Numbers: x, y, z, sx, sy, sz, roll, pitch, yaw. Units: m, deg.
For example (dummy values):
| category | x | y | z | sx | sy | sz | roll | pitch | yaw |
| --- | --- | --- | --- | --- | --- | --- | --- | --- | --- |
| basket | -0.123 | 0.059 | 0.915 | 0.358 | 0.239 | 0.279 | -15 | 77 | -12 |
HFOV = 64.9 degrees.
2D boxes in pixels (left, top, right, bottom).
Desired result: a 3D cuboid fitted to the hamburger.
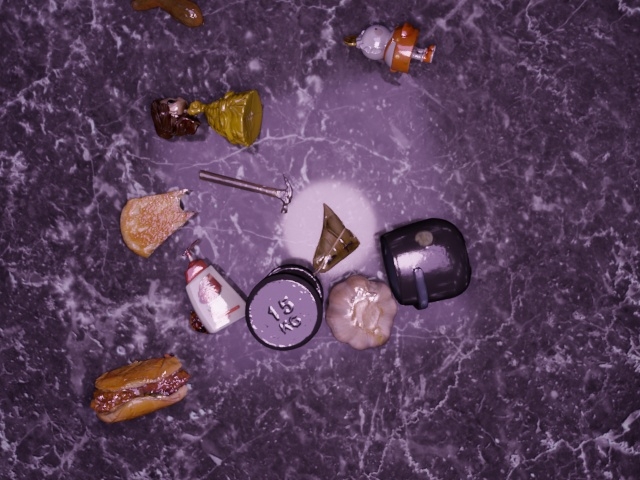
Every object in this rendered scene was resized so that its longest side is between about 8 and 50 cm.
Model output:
| category | x | y | z | sx | sy | sz | roll | pitch | yaw |
| --- | --- | --- | --- | --- | --- | --- | --- | --- | --- |
| hamburger | -0.561 | 0.455 | 1.528 | 0.282 | 0.245 | 0.155 | -10 | 100 | 45 |

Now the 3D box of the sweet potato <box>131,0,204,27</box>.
| category | x | y | z | sx | sy | sz | roll | pitch | yaw |
| --- | --- | --- | --- | --- | --- | --- | --- | --- | --- |
| sweet potato | -0.464 | -0.716 | 1.534 | 0.233 | 0.062 | 0.081 | 18 | 93 | 2 |

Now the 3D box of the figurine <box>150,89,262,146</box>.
| category | x | y | z | sx | sy | sz | roll | pitch | yaw |
| --- | --- | --- | --- | --- | --- | --- | --- | --- | --- |
| figurine | -0.353 | -0.378 | 1.500 | 0.316 | 0.167 | 0.187 | 7 | 49 | 8 |

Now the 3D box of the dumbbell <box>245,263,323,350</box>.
| category | x | y | z | sx | sy | sz | roll | pitch | yaw |
| --- | --- | --- | --- | --- | --- | --- | --- | --- | --- |
| dumbbell | -0.092 | 0.179 | 1.432 | 0.204 | 0.322 | 0.203 | 0 | 92 | 0 |

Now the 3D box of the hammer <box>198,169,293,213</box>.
| category | x | y | z | sx | sy | sz | roll | pitch | yaw |
| --- | --- | --- | --- | --- | --- | --- | --- | --- | --- |
| hammer | -0.233 | -0.172 | 1.568 | 0.298 | 0.027 | 0.125 | 12 | 93 | 0 |

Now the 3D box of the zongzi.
| category | x | y | z | sx | sy | sz | roll | pitch | yaw |
| --- | --- | --- | --- | --- | --- | --- | --- | --- | --- |
| zongzi | 0.000 | 0.000 | 1.534 | 0.189 | 0.081 | 0.178 | -37 | 85 | -18 |

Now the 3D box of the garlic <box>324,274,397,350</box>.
| category | x | y | z | sx | sy | sz | roll | pitch | yaw |
| --- | --- | --- | --- | --- | --- | --- | --- | --- | --- |
| garlic | 0.119 | 0.216 | 1.517 | 0.228 | 0.152 | 0.227 | 0 | 90 | 1 |

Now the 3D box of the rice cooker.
| category | x | y | z | sx | sy | sz | roll | pitch | yaw |
| --- | --- | --- | --- | --- | --- | --- | --- | --- | --- |
| rice cooker | 0.306 | 0.066 | 1.468 | 0.225 | 0.267 | 0.266 | -13 | 92 | -2 |

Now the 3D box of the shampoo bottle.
| category | x | y | z | sx | sy | sz | roll | pitch | yaw |
| --- | --- | --- | --- | --- | --- | --- | --- | --- | --- |
| shampoo bottle | -0.345 | 0.138 | 1.553 | 0.153 | 0.071 | 0.284 | -30 | 90 | -16 |

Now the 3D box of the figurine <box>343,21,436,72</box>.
| category | x | y | z | sx | sy | sz | roll | pitch | yaw |
| --- | --- | --- | --- | --- | --- | --- | --- | --- | --- |
| figurine | 0.206 | -0.577 | 1.509 | 0.272 | 0.143 | 0.143 | 4 | 92 | 20 |

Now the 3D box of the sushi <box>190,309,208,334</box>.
| category | x | y | z | sx | sy | sz | roll | pitch | yaw |
| --- | --- | --- | --- | --- | --- | --- | --- | --- | --- |
| sushi | -0.377 | 0.261 | 1.574 | 0.099 | 0.047 | 0.050 | 37 | 95 | 0 |

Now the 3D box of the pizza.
| category | x | y | z | sx | sy | sz | roll | pitch | yaw |
| --- | --- | --- | --- | --- | --- | --- | --- | --- | --- |
| pizza | -0.510 | -0.077 | 1.568 | 0.262 | 0.034 | 0.181 | -34 | 92 | 2 |
